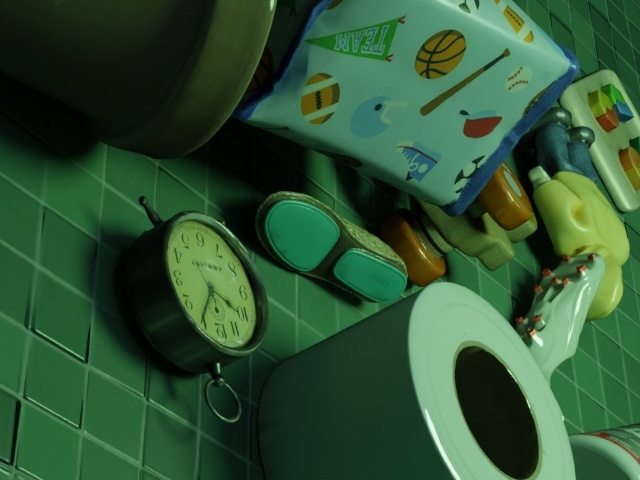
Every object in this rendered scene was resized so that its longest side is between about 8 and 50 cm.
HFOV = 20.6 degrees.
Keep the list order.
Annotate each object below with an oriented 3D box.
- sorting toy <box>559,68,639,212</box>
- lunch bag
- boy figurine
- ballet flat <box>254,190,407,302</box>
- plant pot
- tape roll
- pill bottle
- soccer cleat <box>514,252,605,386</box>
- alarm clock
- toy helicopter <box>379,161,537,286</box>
[{"bbox_3d":[0.420,-0.146,2.469,0.193,0.038,0.208,62,29,0],"label":"sorting toy"},{"bbox_3d":[-0.006,-0.235,1.665,0.328,0.239,0.385,22,24,-47],"label":"lunch bag"},{"bbox_3d":[0.314,-0.019,2.140,0.177,0.092,0.285,30,43,-44],"label":"boy figurine"},{"bbox_3d":[0.000,0.000,1.672,0.206,0.073,0.067,36,11,-42],"label":"ballet flat"},{"bbox_3d":[-0.192,-0.213,1.391,0.229,0.263,0.263,12,53,-30],"label":"plant pot"},{"bbox_3d":[0.087,0.179,1.530,0.246,0.169,0.246,37,37,-35],"label":"tape roll"},{"bbox_3d":[0.325,0.272,1.831,0.283,0.161,0.161,2,64,-57],"label":"pill bottle"},{"bbox_3d":[0.269,0.087,1.985,0.196,0.068,0.076,-49,120,-40],"label":"soccer cleat"},{"bbox_3d":[-0.100,0.062,1.445,0.129,0.064,0.192,18,48,-51],"label":"alarm clock"},{"bbox_3d":[0.152,-0.069,1.930,0.235,0.140,0.355,61,17,19],"label":"toy helicopter"}]
